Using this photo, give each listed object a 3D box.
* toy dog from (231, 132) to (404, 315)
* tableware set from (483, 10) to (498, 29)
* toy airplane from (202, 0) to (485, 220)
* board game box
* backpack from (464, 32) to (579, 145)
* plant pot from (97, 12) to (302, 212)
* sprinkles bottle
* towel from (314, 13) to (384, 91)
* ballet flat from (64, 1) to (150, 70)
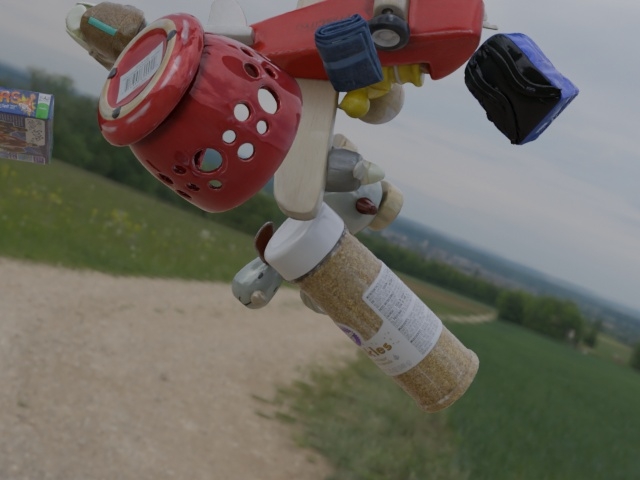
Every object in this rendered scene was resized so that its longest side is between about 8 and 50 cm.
[{"bbox_3d":[0.000,0.000,1.869,0.220,0.334,0.161,18,20,-16],"label":"toy dog"},{"bbox_3d":[0.240,-0.421,2.078,0.194,0.039,0.128,-10,68,-60],"label":"tableware set"},{"bbox_3d":[0.013,-0.247,1.653,0.384,0.386,0.272,45,2,42],"label":"toy airplane"},{"bbox_3d":[-0.421,-0.152,1.530,0.136,0.035,0.201,9,-15,-12],"label":"board game box"},{"bbox_3d":[0.235,-0.186,1.387,0.120,0.098,0.101,48,30,13],"label":"backpack"},{"bbox_3d":[-0.143,-0.153,1.326,0.174,0.191,0.191,35,-8,-33],"label":"plant pot"},{"bbox_3d":[0.079,0.100,1.717,0.355,0.121,0.121,44,-7,-16],"label":"sprinkles bottle"},{"bbox_3d":[0.034,-0.222,1.404,0.067,0.029,0.119,-18,-28,5],"label":"towel"},{"bbox_3d":[-0.352,-0.340,1.888,0.124,0.116,0.342,22,5,-14],"label":"ballet flat"}]
